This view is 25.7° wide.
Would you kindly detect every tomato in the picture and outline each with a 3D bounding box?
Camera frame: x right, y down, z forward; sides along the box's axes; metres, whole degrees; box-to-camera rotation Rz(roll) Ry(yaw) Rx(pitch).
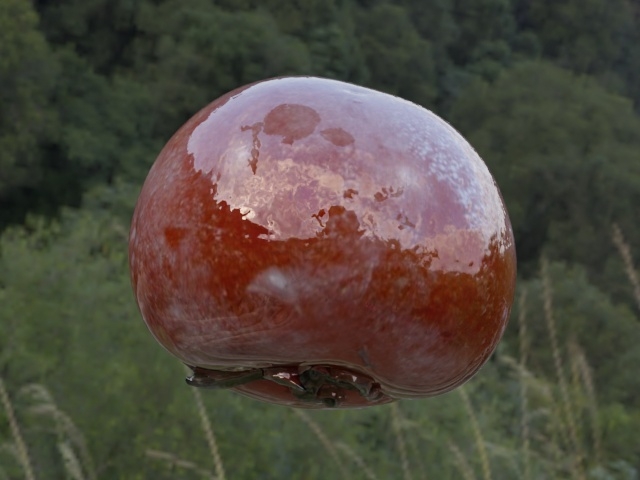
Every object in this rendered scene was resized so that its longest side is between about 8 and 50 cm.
[{"bbox_3d":[0.000,0.000,0.974,0.270,0.227,0.270,6,-15,2],"label":"tomato"}]
